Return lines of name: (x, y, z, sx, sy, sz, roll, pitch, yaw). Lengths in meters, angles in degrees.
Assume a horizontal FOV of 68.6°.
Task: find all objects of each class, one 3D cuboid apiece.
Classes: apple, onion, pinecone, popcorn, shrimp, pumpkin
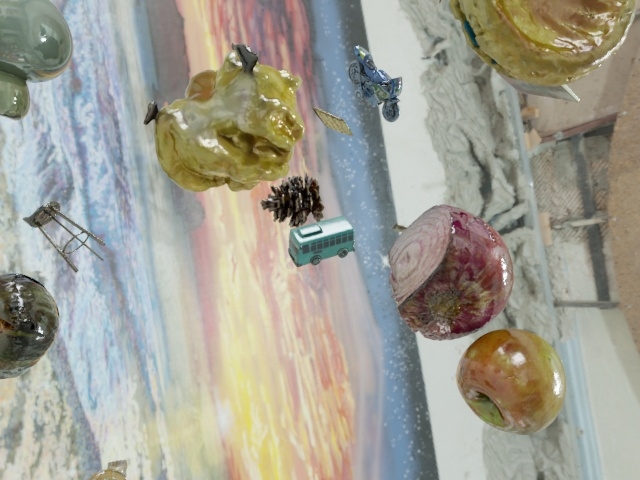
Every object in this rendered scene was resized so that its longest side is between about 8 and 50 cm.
apple: (0.361, 0.259, 0.884, 0.196, 0.196, 0.195, 32, -53, 58)
onion: (0.275, 0.076, 0.970, 0.256, 0.230, 0.272, -38, -160, 50)
pinecone: (-0.097, -0.132, 1.628, 0.168, 0.213, 0.185, 76, -9, -47)
popcorn: (-0.178, -0.248, 1.004, 0.316, 0.281, 0.297, -4, -109, 24)
shrimp: (-0.332, 0.415, 0.764, 0.108, 0.059, 0.023, 47, -31, -20)
pumpkin: (-0.942, 0.254, 1.417, 0.321, 0.192, 0.320, -4, -100, 22)

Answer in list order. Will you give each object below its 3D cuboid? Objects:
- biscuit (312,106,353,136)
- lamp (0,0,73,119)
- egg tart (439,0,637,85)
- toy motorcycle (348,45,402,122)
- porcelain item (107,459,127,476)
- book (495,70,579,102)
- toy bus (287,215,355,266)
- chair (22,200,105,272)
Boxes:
biscuit: (0.052, -0.429, 1.718, 0.144, 0.203, 0.016, 27, -88, 17)
lamp: (-0.574, -0.351, 0.871, 0.198, 0.198, 0.243, 25, -85, 60)
egg tart: (0.408, -0.478, 0.886, 0.169, 0.388, 0.387, -151, -126, -81)
toy motorcycle: (0.174, -0.488, 1.448, 0.254, 0.092, 0.135, 53, -39, 17)
porcelain item: (-0.346, 0.481, 0.789, 0.054, 0.084, 0.213, 118, -33, -48)
book: (0.516, -0.372, 1.120, 0.172, 0.118, 0.012, 39, -75, 53)
toy bus: (0.000, 0.000, 1.176, 0.079, 0.160, 0.091, -124, -156, -48)
chair: (-0.675, -0.025, 1.245, 0.222, 0.104, 0.095, 38, -71, 2)
